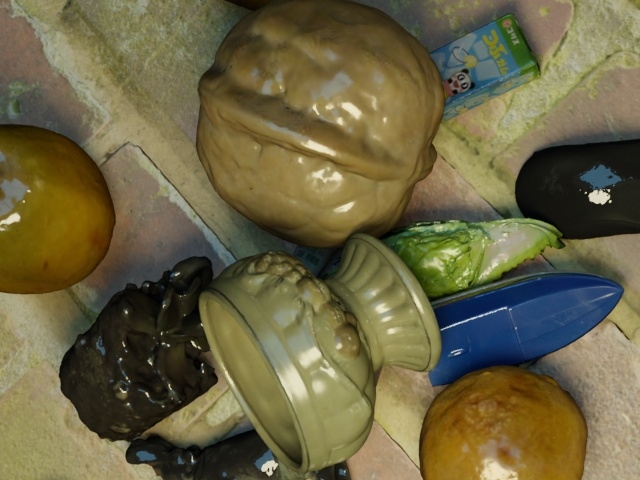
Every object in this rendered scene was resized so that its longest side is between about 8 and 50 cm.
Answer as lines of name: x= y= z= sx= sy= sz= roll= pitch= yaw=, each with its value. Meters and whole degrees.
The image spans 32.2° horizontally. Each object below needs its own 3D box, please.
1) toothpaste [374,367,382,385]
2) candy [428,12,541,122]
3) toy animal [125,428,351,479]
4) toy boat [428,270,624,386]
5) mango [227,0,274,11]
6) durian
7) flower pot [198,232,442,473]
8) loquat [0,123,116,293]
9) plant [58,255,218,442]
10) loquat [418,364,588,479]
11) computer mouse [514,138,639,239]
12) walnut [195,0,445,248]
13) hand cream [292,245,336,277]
toothpaste: x=-0.028 y=0.124 z=1.674 sx=0.282 sy=0.099 sz=0.068 roll=22 pitch=50 yaw=18
candy: x=0.227 y=-0.256 z=1.694 sx=0.194 sy=0.062 sz=0.097 roll=-25 pitch=70 yaw=10
toy animal: x=-0.128 y=0.347 z=1.631 sx=0.343 sy=0.106 sz=0.168 roll=-12 pitch=74 yaw=17
toy boat: x=0.283 y=0.112 z=1.566 sx=0.295 sy=0.088 sz=0.129 roll=-18 pitch=112 yaw=9
mango: x=-0.117 y=-0.467 z=1.767 sx=0.384 sy=0.221 sz=0.199 roll=40 pitch=103 yaw=26
durian: x=0.167 y=0.034 z=1.617 sx=0.375 sy=0.132 sz=0.107 roll=-8 pitch=49 yaw=15
flower pot: x=0.005 y=0.129 z=1.475 sx=0.244 sy=0.307 sz=0.307 roll=-29 pitch=68 yaw=-20
loquat: x=-0.469 y=-0.044 z=1.739 sx=0.276 sy=0.284 sz=0.276 roll=-6 pitch=69 yaw=15
plant: x=-0.242 y=0.165 z=1.645 sx=0.276 sy=0.199 sz=0.188 roll=-42 pitch=79 yaw=21
loquat: x=0.241 y=0.279 z=1.486 sx=0.238 sy=0.193 sz=0.238 roll=-2 pitch=81 yaw=12
computer mouse: x=0.409 y=-0.078 z=1.585 sx=0.264 sy=0.088 sz=0.147 roll=-3 pitch=78 yaw=14
walnut: x=-0.006 y=-0.175 z=1.604 sx=0.381 sy=0.381 sz=0.381 roll=-4 pitch=75 yaw=16
hand cream: x=0.000 y=0.000 z=1.713 sx=0.076 sy=0.047 sz=0.174 roll=23 pitch=75 yaw=22
